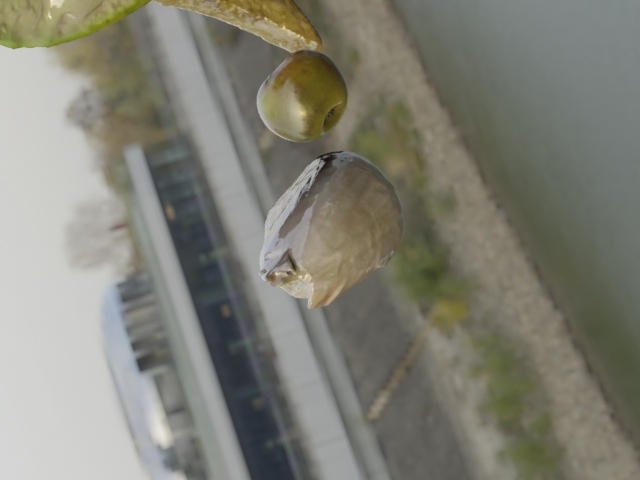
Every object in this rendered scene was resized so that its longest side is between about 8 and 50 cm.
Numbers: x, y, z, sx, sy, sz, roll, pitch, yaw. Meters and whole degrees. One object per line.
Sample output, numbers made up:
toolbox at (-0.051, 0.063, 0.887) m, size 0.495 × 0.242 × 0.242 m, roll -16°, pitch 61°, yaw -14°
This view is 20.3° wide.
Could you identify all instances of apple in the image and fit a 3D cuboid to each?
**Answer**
apple at (-0.017, -0.138, 1.696) m, size 0.074 × 0.089 × 0.089 m, roll 35°, pitch 162°, yaw 19°

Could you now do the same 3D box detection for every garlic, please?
garlic at (0.011, -0.011, 1.308) m, size 0.087 × 0.101 × 0.195 m, roll 49°, pitch -168°, yaw -13°

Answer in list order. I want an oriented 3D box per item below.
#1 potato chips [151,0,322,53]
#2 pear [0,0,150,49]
potato chips at (-0.174, -0.278, 1.984) m, size 0.057 × 0.407 × 0.080 m, roll -16°, pitch 66°, yaw 62°
pear at (-0.229, -0.370, 1.540) m, size 0.165 × 0.399 × 0.399 m, roll 39°, pitch 158°, yaw 30°
